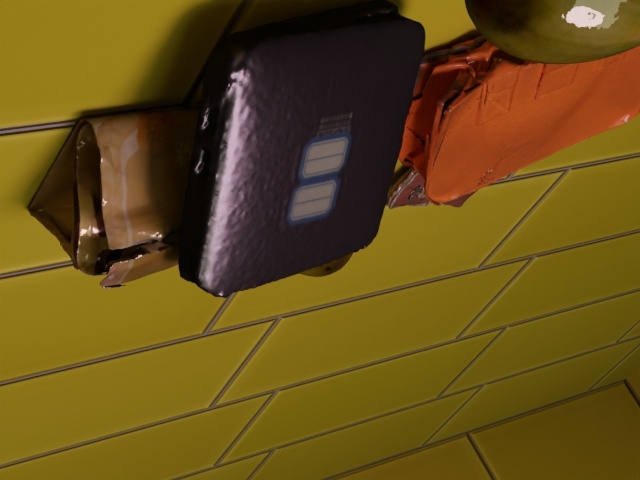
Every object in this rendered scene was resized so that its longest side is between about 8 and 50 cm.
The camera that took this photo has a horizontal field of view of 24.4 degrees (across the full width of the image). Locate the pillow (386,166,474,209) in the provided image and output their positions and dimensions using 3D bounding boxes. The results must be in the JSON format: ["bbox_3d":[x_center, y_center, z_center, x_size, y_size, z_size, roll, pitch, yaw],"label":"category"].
[{"bbox_3d":[0.205,-0.101,2.425,0.232,0.043,0.126,-1,144,-51],"label":"pillow"}]

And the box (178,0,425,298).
[{"bbox_3d":[-0.025,-0.118,1.861,0.359,0.091,0.350,-19,130,-46],"label":"box"}]

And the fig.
[{"bbox_3d":[0.310,-0.320,1.781,0.271,0.239,0.239,22,140,-9],"label":"fig"}]

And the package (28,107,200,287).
[{"bbox_3d":[-0.180,-0.052,1.901,0.311,0.165,0.221,-9,150,-42],"label":"package"}]

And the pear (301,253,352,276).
[{"bbox_3d":[0.000,0.000,2.317,0.141,0.104,0.141,-29,160,-12],"label":"pear"}]

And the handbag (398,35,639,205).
[{"bbox_3d":[0.313,-0.228,2.205,0.410,0.116,0.303,-24,154,-16],"label":"handbag"}]
